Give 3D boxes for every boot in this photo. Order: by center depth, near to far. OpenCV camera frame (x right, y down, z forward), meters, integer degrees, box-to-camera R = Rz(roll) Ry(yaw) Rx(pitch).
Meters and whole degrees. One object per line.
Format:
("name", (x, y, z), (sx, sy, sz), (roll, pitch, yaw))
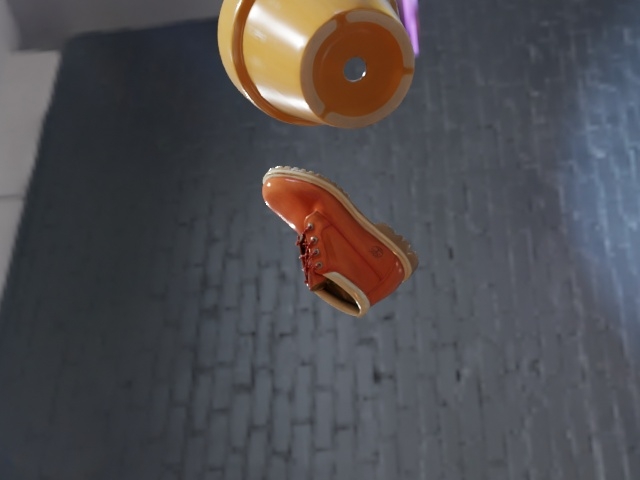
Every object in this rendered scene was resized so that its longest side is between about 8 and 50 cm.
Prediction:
("boot", (0.000, 0.000, 1.106), (0.084, 0.158, 0.059), (-46, -15, -30))

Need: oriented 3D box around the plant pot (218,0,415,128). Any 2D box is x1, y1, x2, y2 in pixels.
("plant pot", (0.009, -0.210, 1.388), (0.188, 0.205, 0.205), (-130, 28, -61))
